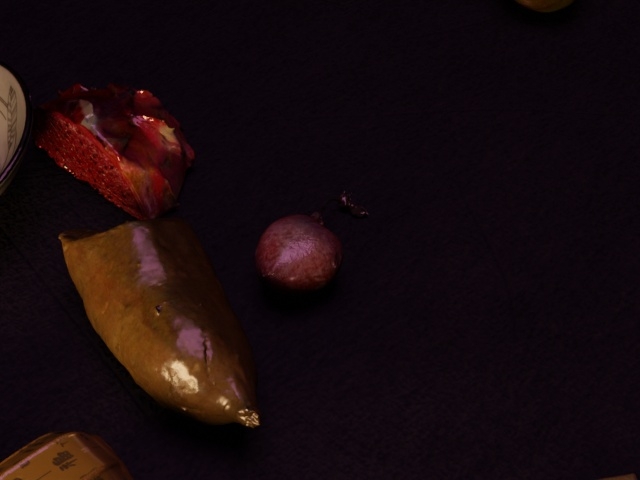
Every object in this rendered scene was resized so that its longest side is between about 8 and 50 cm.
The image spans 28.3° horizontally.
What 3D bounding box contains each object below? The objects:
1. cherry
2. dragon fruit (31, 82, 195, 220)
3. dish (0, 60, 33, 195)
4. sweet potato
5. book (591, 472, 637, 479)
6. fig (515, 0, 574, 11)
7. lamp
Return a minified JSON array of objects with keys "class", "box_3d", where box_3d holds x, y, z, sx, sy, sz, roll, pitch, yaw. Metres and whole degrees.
[{"class":"cherry","box_3d":[0.000,0.000,1.590,0.107,0.090,0.225,19,38,33]},{"class":"dragon fruit","box_3d":[-0.271,-0.160,1.709,0.274,0.126,0.161,34,54,28]},{"class":"dish","box_3d":[-0.504,-0.102,1.644,0.316,0.106,0.316,-6,52,7]},{"class":"sweet potato","box_3d":[-0.175,0.095,1.454,0.157,0.158,0.370,-20,56,-20]},{"class":"book","box_3d":[0.282,0.347,1.288,0.161,0.026,0.231,-7,46,-8]},{"class":"fig","box_3d":[0.327,-0.423,1.990,0.186,0.148,0.142,-20,49,36]},{"class":"lamp","box_3d":[-0.275,0.284,1.254,0.185,0.161,0.161,-35,55,-28]}]
